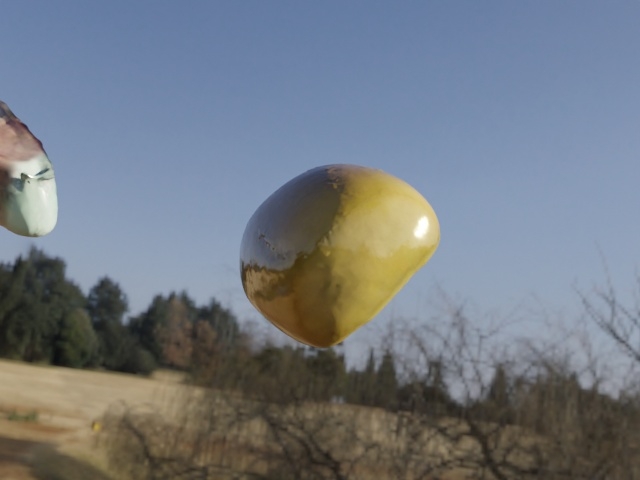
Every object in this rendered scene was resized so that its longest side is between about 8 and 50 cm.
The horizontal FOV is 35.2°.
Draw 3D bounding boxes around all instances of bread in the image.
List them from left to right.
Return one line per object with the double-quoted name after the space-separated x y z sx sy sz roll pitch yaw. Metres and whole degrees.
0.000 0.000 0.773 0.098 0.147 0.217 43 -8 -12 "bread"

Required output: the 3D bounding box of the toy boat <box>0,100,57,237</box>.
-0.267 -0.052 0.595 0.227 0.085 0.155 36 32 20 "toy boat"
